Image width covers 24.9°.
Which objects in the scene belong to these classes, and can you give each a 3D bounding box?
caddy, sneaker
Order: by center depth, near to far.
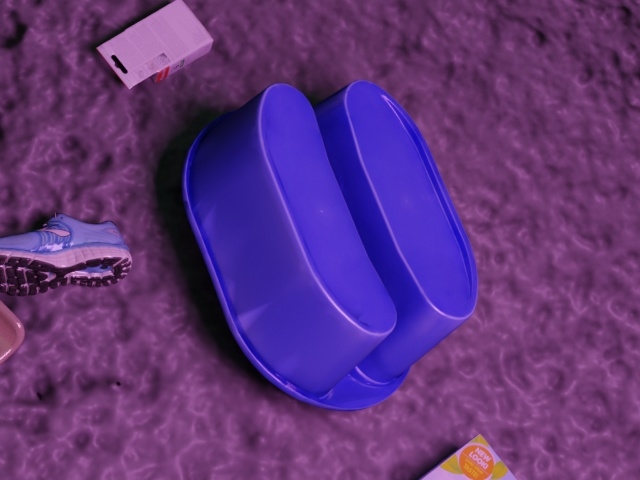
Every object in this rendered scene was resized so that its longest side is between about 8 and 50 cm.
[{"bbox_3d":[0.000,0.000,1.461,0.241,0.179,0.341,-7,68,-40],"label":"caddy"},{"bbox_3d":[-0.275,0.009,1.461,0.162,0.063,0.073,-1,51,-19],"label":"sneaker"}]

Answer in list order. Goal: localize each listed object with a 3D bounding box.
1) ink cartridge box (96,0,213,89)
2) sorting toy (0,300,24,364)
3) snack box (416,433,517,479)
[{"bbox_3d":[-0.181,-0.209,1.578,0.115,0.029,0.063,-35,80,-22],"label":"ink cartridge box"},{"bbox_3d":[-0.469,0.063,1.397,0.307,0.041,0.229,44,70,6],"label":"sorting toy"},{"bbox_3d":[0.150,0.325,1.421,0.174,0.070,0.207,-34,81,-23],"label":"snack box"}]
